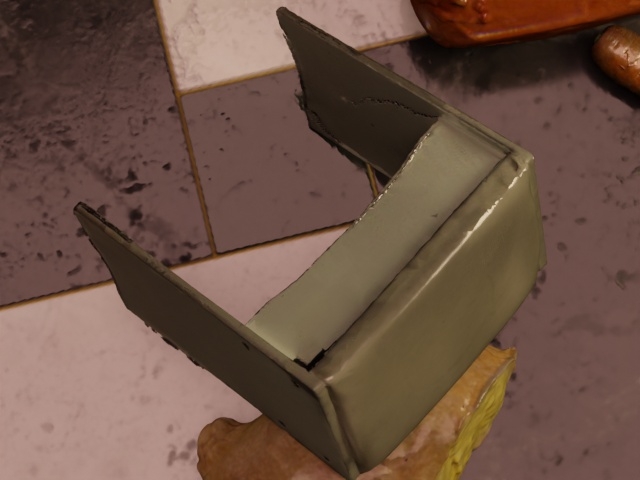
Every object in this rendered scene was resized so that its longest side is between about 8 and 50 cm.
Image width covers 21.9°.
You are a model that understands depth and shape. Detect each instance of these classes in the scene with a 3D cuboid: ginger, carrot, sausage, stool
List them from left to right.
[{"bbox_3d":[0.000,0.000,1.287,0.270,0.170,0.243,34,71,26],"label":"stool"},{"bbox_3d":[0.019,0.193,1.346,0.354,0.126,0.190,-31,72,-5],"label":"ginger"},{"bbox_3d":[0.201,-0.246,1.382,0.268,0.153,0.141,-14,92,0],"label":"sausage"},{"bbox_3d":[0.315,-0.120,1.418,0.191,0.047,0.047,36,85,3],"label":"carrot"}]
